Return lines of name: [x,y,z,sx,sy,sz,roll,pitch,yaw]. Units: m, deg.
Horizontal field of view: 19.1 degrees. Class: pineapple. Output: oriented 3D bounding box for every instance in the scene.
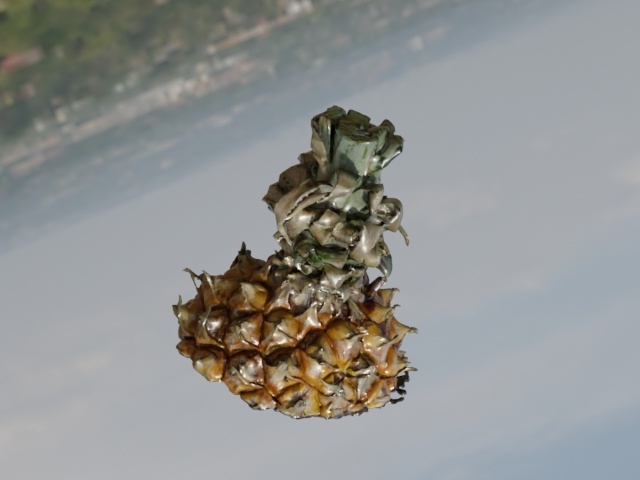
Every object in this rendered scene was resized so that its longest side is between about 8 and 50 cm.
pineapple: [0.000,0.000,1.862,0.262,0.271,0.262,13,-155,-6]
